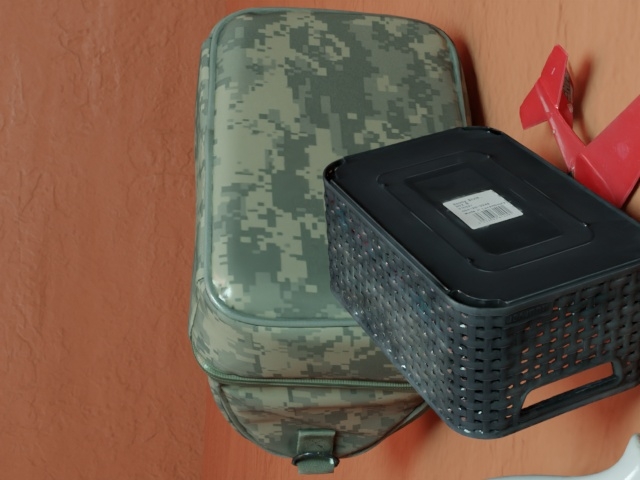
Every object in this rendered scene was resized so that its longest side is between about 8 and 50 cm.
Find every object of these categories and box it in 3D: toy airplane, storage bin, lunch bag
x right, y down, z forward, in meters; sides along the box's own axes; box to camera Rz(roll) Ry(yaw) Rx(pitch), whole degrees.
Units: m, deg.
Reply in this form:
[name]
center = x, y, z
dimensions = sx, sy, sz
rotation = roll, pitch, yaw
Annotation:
[toy airplane]
center = 0.152, -0.053, 0.630
dimensions = 0.151, 0.028, 0.151
rotation = 179, 90, -75
[storage bin]
center = 0.089, 0.014, 0.600
dimensions = 0.180, 0.122, 0.084
rotation = -134, 33, -53
[lunch bag]
center = 0.000, 0.000, 0.846
dimensions = 0.256, 0.213, 0.305
rotation = 107, 162, -55

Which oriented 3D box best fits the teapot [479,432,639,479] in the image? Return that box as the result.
[teapot]
center = 0.081, 0.261, 0.553
dimensions = 0.187, 0.252, 0.256
rotation = 4, 117, 40
